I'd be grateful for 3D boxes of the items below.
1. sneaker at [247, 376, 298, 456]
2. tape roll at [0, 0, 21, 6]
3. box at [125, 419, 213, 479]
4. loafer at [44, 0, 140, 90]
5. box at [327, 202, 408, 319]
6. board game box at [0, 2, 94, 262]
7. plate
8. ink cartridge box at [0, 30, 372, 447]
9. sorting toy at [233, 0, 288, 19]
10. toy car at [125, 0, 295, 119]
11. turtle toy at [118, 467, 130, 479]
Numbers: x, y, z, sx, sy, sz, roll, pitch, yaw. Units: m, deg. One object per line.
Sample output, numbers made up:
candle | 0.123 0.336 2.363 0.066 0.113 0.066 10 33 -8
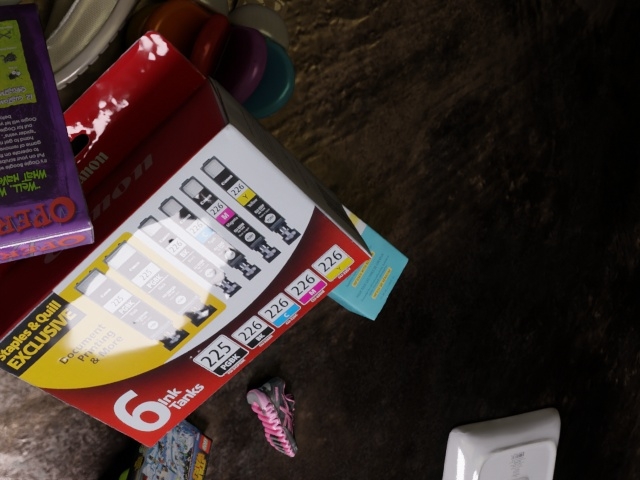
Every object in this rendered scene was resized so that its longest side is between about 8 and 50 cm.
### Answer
sneaker | -0.049 0.230 0.932 0.057 0.047 0.119 -39 122 -34
tape roll | -0.340 -0.287 0.594 0.219 0.072 0.219 -8 105 -32
box | -0.175 0.269 0.811 0.094 0.027 0.137 47 33 -32
loafer | -0.209 -0.257 0.673 0.092 0.102 0.268 36 87 -23
box | 0.000 0.000 0.899 0.244 0.060 0.100 37 79 -35
board game box | -0.370 -0.060 0.534 0.347 0.056 0.208 -13 74 -19
plate | 0.317 0.441 1.228 0.277 0.045 0.277 1 100 -34
ink cartridge box | -0.161 0.010 0.679 0.309 0.130 0.272 -42 124 10
sorting toy | -0.077 -0.249 0.820 0.062 0.012 0.083 24 87 -33
toy car | -0.105 -0.182 0.731 0.182 0.136 0.159 20 91 -30
turtle toy | -0.223 0.321 0.814 0.130 0.066 0.095 -62 149 -10
